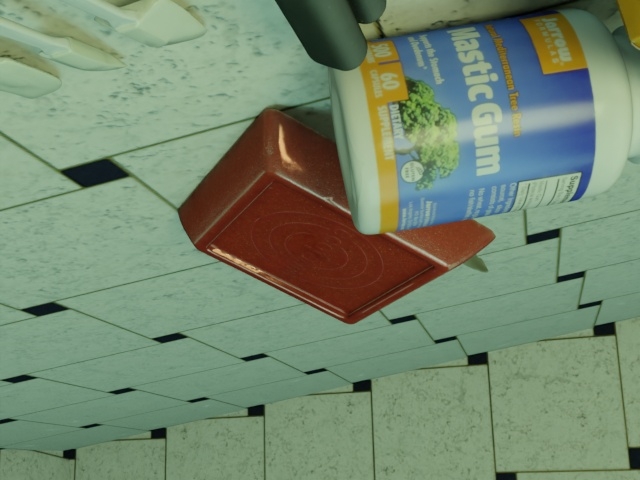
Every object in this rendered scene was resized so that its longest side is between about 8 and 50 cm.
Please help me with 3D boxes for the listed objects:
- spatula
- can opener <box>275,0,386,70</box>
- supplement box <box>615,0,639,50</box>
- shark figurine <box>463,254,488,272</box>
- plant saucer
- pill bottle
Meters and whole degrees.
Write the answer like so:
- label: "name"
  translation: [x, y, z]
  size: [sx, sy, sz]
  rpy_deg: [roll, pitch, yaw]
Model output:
- label: "spatula"
  translation: [-0.192, -0.137, 0.556]
  size: [0.168, 0.019, 0.242]
  rpy_deg: [-10, 174, 19]
- label: "can opener"
  translation: [-0.028, -0.187, 0.495]
  size: [0.093, 0.074, 0.280]
  rpy_deg: [20, 172, 24]
- label: "supplement box"
  translation: [0.294, -0.192, 0.531]
  size: [0.194, 0.129, 0.191]
  rpy_deg: [-24, 158, 37]
- label: "shark figurine"
  translation: [0.083, -0.001, 1.038]
  size: [0.166, 0.116, 0.278]
  rpy_deg: [-17, 159, 26]
- label: "plant saucer"
  translation: [0.000, 0.000, 0.905]
  size: [0.259, 0.048, 0.258]
  rpy_deg: [27, 149, -17]
- label: "pill bottle"
  translation: [0.150, -0.099, 0.699]
  size: [0.271, 0.152, 0.152]
  rpy_deg: [-10, 162, -2]
